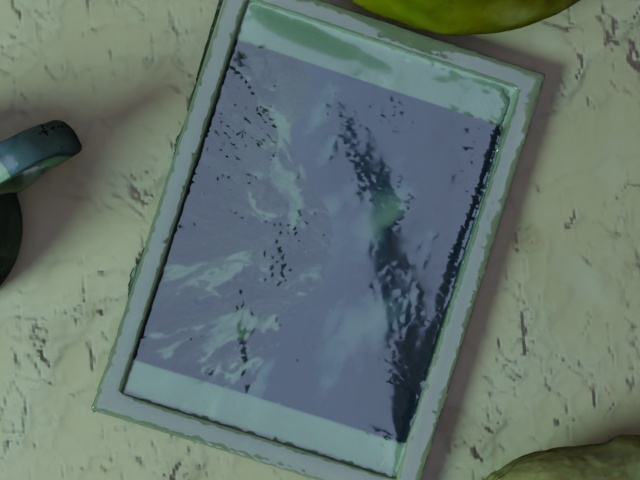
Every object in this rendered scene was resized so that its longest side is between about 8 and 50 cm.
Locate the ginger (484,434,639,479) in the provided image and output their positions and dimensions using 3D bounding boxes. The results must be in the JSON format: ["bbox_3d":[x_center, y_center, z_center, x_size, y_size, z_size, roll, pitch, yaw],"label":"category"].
[{"bbox_3d":[0.252,0.176,0.995,0.353,0.126,0.190,3,93,-6],"label":"ginger"}]

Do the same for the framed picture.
[{"bbox_3d":[0.000,0.000,1.034,0.208,0.019,0.281,16,87,-4],"label":"framed picture"}]

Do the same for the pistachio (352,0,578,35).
[{"bbox_3d":[0.092,-0.176,1.006,0.189,0.100,0.110,-4,84,-6],"label":"pistachio"}]

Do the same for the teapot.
[{"bbox_3d":[-0.210,-0.011,0.973,0.149,0.108,0.111,-3,90,-4],"label":"teapot"}]
